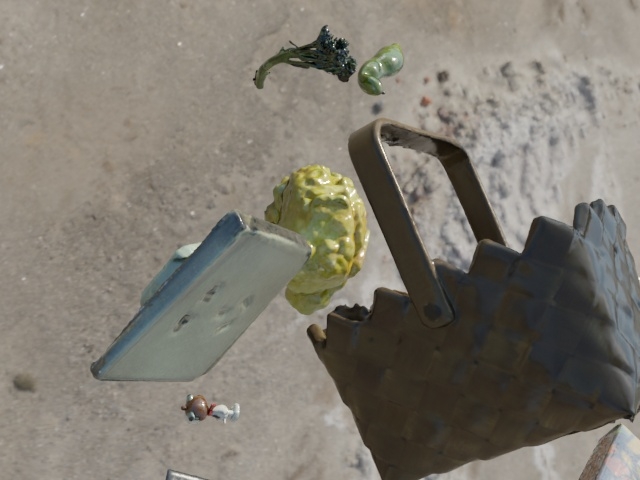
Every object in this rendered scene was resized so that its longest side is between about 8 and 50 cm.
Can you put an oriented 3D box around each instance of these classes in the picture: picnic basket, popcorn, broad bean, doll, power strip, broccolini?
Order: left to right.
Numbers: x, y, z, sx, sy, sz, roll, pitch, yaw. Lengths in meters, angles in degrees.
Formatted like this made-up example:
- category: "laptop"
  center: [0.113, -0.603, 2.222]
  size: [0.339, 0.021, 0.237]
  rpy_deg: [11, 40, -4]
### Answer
- category: "power strip"
  center: [-0.114, 0.047, 0.776]
  size: [0.064, 0.198, 0.213]
  rpy_deg: [44, 4, 18]
- category: "doll"
  center: [-0.159, 0.247, 1.172]
  size: [0.085, 0.058, 0.040]
  rpy_deg: [1, 58, -10]
- category: "broccolini"
  center: [-0.031, -0.328, 1.559]
  size: [0.123, 0.271, 0.062]
  rpy_deg: [43, 59, -26]
- category: "popcorn"
  center: [0.000, 0.000, 1.415]
  size: [0.192, 0.233, 0.266]
  rpy_deg: [-1, 115, -16]
- category: "broad bean"
  center: [0.123, -0.344, 1.606]
  size: [0.070, 0.048, 0.214]
  rpy_deg: [22, 43, 6]
- category: "picnic basket"
  center: [0.140, 0.045, 0.767]
  size: [0.254, 0.291, 0.321]
  rpy_deg: [-3, 70, -60]

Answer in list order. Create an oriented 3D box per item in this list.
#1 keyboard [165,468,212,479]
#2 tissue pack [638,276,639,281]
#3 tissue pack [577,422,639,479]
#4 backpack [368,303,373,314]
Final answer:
- category: "keyboard"
  center: [0.013, 0.162, 0.375]
  size: [0.198, 0.010, 0.064]
  rpy_deg: [23, 60, -22]
- category: "tissue pack"
  center: [0.317, 0.063, 0.867]
  size: [0.062, 0.083, 0.042]
  rpy_deg: [19, 74, -1]
- category: "tissue pack"
  center: [0.324, 0.279, 0.859]
  size: [0.108, 0.060, 0.148]
  rpy_deg: [45, 38, 11]
- category: "backpack"
  center: [0.176, 0.152, 1.340]
  size: [0.229, 0.229, 0.139]
  rpy_deg: [11, 99, -41]
